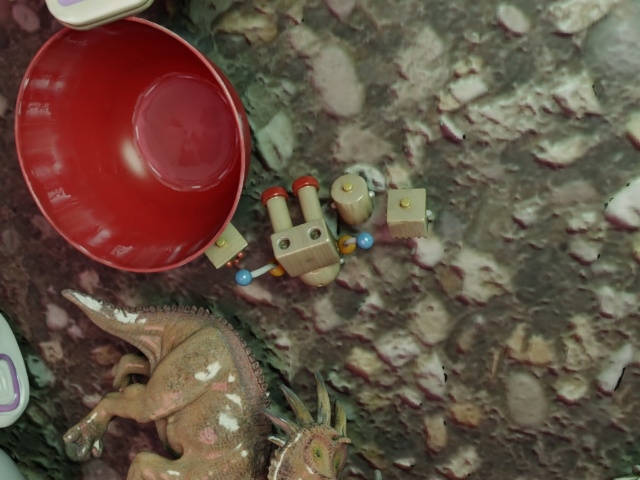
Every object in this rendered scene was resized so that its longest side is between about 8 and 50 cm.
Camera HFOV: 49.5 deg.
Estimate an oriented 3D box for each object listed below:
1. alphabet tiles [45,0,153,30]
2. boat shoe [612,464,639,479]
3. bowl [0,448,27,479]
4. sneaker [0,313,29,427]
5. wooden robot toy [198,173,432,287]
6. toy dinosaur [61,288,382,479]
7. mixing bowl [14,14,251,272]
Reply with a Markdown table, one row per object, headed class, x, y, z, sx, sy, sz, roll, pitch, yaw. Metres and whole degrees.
| class | x | y | z | sx | sy | sz | roll | pitch | yaw |
| --- | --- | --- | --- | --- | --- | --- | --- | --- | --- |
| alphabet tiles | -0.147 | -0.287 | 0.442 | 0.278 | 0.021 | 0.283 | -19 | 91 | -2 |
| boat shoe | 0.245 | 0.210 | 0.492 | 0.094 | 0.109 | 0.302 | 39 | 116 | 6 |
| bowl | -0.409 | 0.250 | 0.618 | 0.298 | 0.298 | 0.134 | -20 | 91 | 22 |
| sneaker | -0.418 | 0.101 | 0.687 | 0.305 | 0.114 | 0.152 | 29 | 133 | 7 |
| wooden robot toy | 0.000 | 0.000 | 0.537 | 0.174 | 0.079 | 0.076 | -17 | 58 | 7 |
| toy dinosaur | -0.081 | 0.138 | 0.571 | 0.200 | 0.127 | 0.295 | -34 | 82 | 16 |
| mixing bowl | -0.124 | -0.075 | 0.526 | 0.182 | 0.098 | 0.181 | 5 | 106 | 16 |
